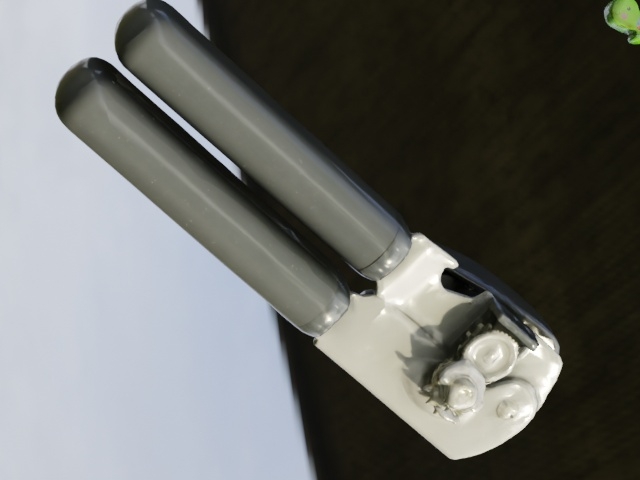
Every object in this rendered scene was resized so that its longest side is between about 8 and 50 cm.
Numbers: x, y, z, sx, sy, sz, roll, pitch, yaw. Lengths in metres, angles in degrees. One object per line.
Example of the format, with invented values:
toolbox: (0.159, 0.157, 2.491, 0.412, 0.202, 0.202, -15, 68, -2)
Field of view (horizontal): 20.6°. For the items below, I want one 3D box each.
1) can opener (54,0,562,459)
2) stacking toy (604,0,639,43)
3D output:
can opener: (0.000, 0.000, 0.799, 0.074, 0.280, 0.093, -45, -154, 12)
stacking toy: (0.315, -0.165, 1.182, 0.167, 0.221, 0.052, 142, -48, -81)
